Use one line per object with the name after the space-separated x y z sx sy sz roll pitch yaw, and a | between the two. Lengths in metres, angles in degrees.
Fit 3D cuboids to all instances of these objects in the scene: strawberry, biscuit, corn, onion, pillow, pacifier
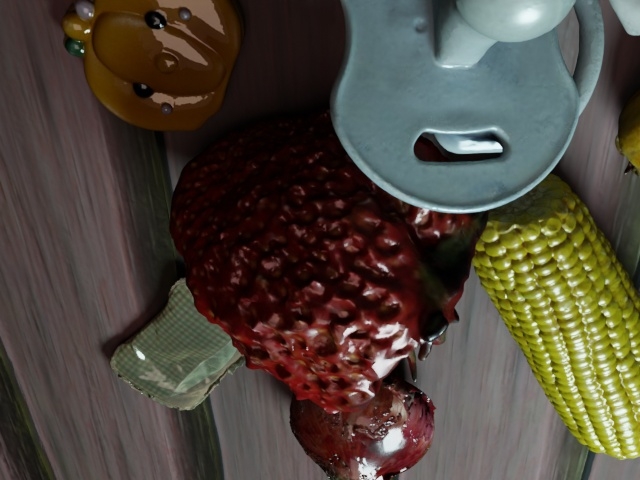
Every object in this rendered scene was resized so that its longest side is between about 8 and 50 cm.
-0.003 0.002 0.731 0.257 0.261 0.261 34 123 -15 | strawberry
-0.156 -0.175 0.737 0.170 0.050 0.170 3 126 4 | biscuit
0.267 0.086 0.834 0.144 0.144 0.387 -23 123 21 | corn
0.048 0.227 0.960 0.183 0.147 0.184 6 142 4 | onion
-0.158 0.131 0.977 0.135 0.034 0.211 32 125 -19 | pillow
0.123 -0.164 0.589 0.238 0.226 0.287 1 91 -8 | pacifier

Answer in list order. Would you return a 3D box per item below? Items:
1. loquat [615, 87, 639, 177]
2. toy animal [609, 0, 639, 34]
0.329 -0.094 0.713 0.137 0.113 0.137 12 148 7 | loquat
0.299 -0.279 0.528 0.206 0.271 0.265 5 108 36 | toy animal
